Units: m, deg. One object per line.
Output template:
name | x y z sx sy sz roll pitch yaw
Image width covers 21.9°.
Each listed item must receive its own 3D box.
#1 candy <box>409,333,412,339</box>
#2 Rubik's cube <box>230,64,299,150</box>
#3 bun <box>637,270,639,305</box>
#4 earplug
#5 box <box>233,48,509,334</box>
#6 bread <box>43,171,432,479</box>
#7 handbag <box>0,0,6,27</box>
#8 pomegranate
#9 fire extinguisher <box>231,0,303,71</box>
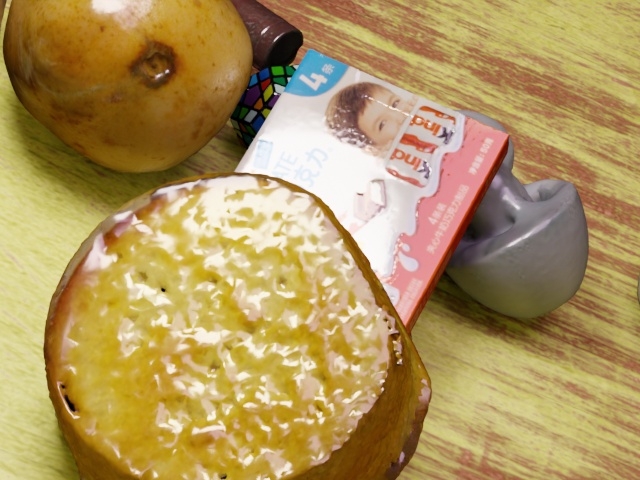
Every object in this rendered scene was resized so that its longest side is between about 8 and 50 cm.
candy | 0.029 0.138 1.843 0.184 0.049 0.055 -31 32 -32
Rubik's cube | -0.045 -0.152 2.016 0.112 0.133 0.133 -41 72 -15
bun | 0.537 0.071 2.057 0.287 0.146 0.287 14 44 -14
earplug | 0.177 -0.038 1.988 0.325 0.175 0.214 37 60 22
box | 0.040 -0.058 1.877 0.265 0.048 0.273 24 68 13
bread | -0.095 0.115 1.628 0.398 0.215 0.398 -2 66 4
handbag | -0.460 -0.293 1.950 0.205 0.116 0.179 -28 66 -39
pomegranate | -0.220 -0.219 1.873 0.307 0.307 0.307 13 46 -14
fire extinguisher | -0.140 -0.295 2.089 0.267 0.089 0.072 37 56 25
